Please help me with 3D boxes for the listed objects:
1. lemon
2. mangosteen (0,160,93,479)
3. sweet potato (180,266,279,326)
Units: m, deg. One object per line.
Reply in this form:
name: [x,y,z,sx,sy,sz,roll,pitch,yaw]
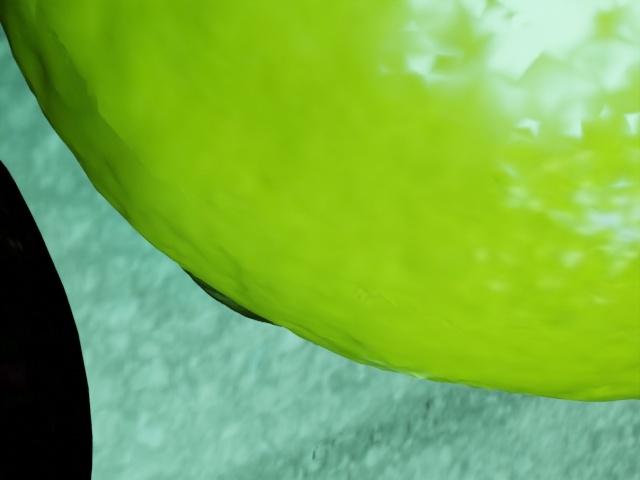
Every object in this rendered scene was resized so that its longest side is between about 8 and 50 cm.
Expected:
lemon: [0.049,-0.116,0.630,0.364,0.364,0.364,-22,123,-40]
mangosteen: [-0.204,0.070,0.465,0.297,0.297,0.313,27,83,-50]
sweet potato: [0.000,0.001,0.832,0.269,0.075,0.075,0,107,-59]
